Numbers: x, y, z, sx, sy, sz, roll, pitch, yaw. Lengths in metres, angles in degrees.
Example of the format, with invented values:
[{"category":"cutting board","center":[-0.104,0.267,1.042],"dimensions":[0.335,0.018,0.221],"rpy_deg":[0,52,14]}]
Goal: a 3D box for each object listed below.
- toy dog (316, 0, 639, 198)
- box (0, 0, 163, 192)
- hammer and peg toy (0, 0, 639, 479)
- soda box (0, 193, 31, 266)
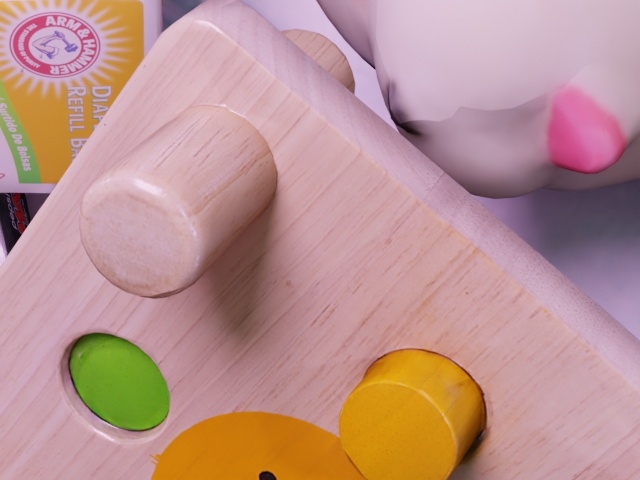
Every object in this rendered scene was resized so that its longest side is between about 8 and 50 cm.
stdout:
[{"category":"toy dog","center":[0.193,-0.124,0.523],"dimensions":[0.407,0.284,0.396],"rpy_deg":[-1,66,7]},{"category":"box","center":[-0.114,-0.130,0.599],"dimensions":[0.103,0.114,0.203],"rpy_deg":[0,54,-6]},{"category":"hammer and peg toy","center":[-0.029,0.128,0.517],"dimensions":[0.266,0.127,0.361],"rpy_deg":[40,124,0]},{"category":"soda box","center":[-0.155,-0.002,0.641],"dimensions":[0.060,0.053,0.169],"rpy_deg":[-16,73,2]}]
